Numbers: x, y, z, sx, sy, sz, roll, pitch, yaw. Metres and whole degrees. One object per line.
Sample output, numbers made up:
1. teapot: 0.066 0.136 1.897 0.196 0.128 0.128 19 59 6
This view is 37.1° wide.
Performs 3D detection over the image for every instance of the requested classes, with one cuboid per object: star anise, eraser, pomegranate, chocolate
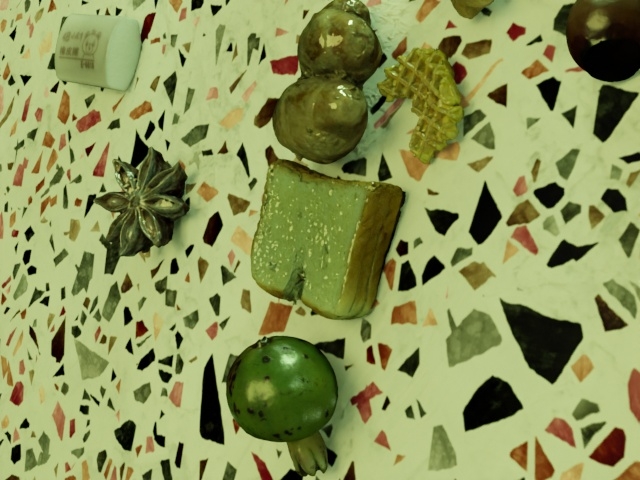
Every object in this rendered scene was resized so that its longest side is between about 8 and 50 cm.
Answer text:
1. star anise: -0.372 -0.077 2.060 0.236 0.109 0.223 -15 76 25
2. eraser: -0.552 -0.468 2.356 0.270 0.094 0.174 17 95 48
3. pomegranate: -0.054 0.275 1.594 0.202 0.202 0.248 -14 97 44
4. chocolate: 0.401 -0.301 1.323 0.124 0.127 0.133 -12 54 12

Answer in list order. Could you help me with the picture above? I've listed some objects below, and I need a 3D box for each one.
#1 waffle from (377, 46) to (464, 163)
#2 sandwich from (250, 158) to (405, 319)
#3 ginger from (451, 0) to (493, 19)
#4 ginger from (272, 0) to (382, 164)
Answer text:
1. waffle: 0.169 -0.227 1.571 0.149 0.051 0.194 -37 61 44
2. sandwich: -0.001 0.000 1.660 0.273 0.095 0.249 18 97 46
3. ginger: 0.257 -0.494 1.484 0.131 0.086 0.295 -117 39 -66
4. ginger: 0.023 -0.286 1.658 0.244 0.155 0.304 -168 97 -78
